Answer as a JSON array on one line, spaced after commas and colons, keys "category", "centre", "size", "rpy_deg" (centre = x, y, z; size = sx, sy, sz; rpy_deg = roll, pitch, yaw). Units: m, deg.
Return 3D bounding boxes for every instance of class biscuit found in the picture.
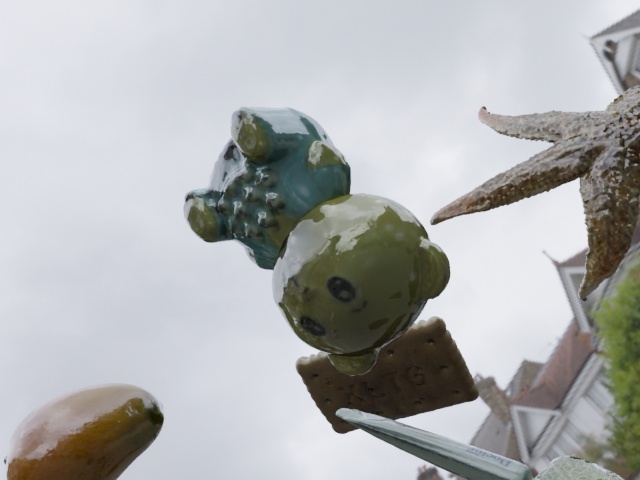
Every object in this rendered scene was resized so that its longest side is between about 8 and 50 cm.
[{"category": "biscuit", "centre": [0.128, 0.277, 1.321], "size": [0.325, 0.044, 0.217], "rpy_deg": [-19, -64, 19]}]

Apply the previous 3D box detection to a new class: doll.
[{"category": "doll", "centre": [0.000, 0.000, 0.691], "size": [0.161, 0.260, 0.177], "rpy_deg": [-9, -39, -54]}]

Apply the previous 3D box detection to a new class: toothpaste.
[{"category": "toothpaste", "centre": [0.135, 0.229, 0.725], "size": [0.067, 0.255, 0.037], "rpy_deg": [22, -96, -61]}]

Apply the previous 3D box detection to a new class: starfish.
[{"category": "starfish", "centre": [0.390, -0.119, 0.998], "size": [0.132, 0.384, 0.398], "rpy_deg": [45, -124, -47]}]

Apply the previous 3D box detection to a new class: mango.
[{"category": "mango", "centre": [-0.371, 0.309, 1.045], "size": [0.254, 0.175, 0.139], "rpy_deg": [-36, -30, -56]}]

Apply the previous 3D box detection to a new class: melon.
[{"category": "melon", "centre": [0.350, 0.364, 0.939], "size": [0.202, 0.139, 0.093], "rpy_deg": [-9, -59, 8]}]
